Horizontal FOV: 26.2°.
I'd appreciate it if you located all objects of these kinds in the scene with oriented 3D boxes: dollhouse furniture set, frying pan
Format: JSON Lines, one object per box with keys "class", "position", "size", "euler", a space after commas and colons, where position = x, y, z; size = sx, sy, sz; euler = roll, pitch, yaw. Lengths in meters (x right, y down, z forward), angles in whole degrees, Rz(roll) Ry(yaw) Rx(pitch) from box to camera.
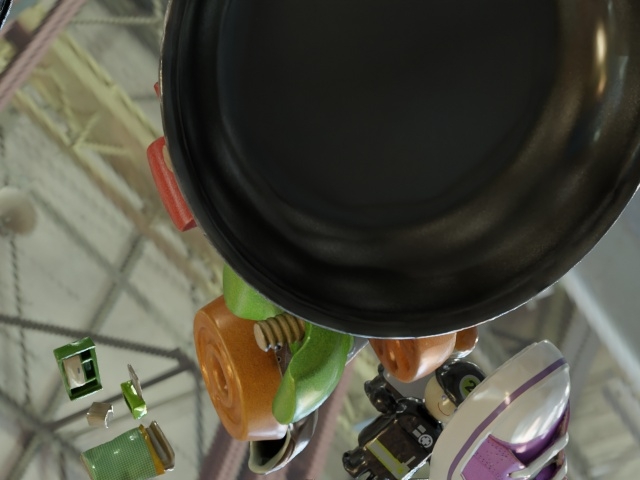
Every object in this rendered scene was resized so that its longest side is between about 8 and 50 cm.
{"class": "dollhouse furniture set", "position": [-0.193, 0.156, 1.250], "size": [0.151, 0.076, 0.058], "euler": [51, 154, 45]}
{"class": "frying pan", "position": [0.014, -0.116, 0.453], "size": [0.053, 0.197, 0.326], "euler": [38, 153, 62]}

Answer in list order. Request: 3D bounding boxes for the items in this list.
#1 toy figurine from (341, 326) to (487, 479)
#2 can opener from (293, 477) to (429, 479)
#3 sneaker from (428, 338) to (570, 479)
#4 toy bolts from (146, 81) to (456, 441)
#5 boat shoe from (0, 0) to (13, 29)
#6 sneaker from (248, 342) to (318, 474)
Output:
{"class": "toy figurine", "position": [0.100, 0.139, 1.291], "size": [0.213, 0.148, 0.209], "euler": [29, -157, -45]}
{"class": "can opener", "position": [0.070, 0.313, 1.551], "size": [0.093, 0.280, 0.074], "euler": [-103, 11, -73]}
{"class": "sneaker", "position": [0.155, 0.198, 0.968], "size": [0.102, 0.282, 0.161], "euler": [-30, -121, -32]}
{"class": "toy bolts", "position": [0.000, 0.000, 0.863], "size": [0.159, 0.218, 0.228], "euler": [-17, -108, -19]}
{"class": "boat shoe", "position": [-0.334, -0.312, 1.307], "size": [0.113, 0.127, 0.340], "euler": [-51, -28, -63]}
{"class": "sneaker", "position": [-0.036, 0.107, 1.104], "size": [0.071, 0.066, 0.188], "euler": [-52, -36, -49]}
